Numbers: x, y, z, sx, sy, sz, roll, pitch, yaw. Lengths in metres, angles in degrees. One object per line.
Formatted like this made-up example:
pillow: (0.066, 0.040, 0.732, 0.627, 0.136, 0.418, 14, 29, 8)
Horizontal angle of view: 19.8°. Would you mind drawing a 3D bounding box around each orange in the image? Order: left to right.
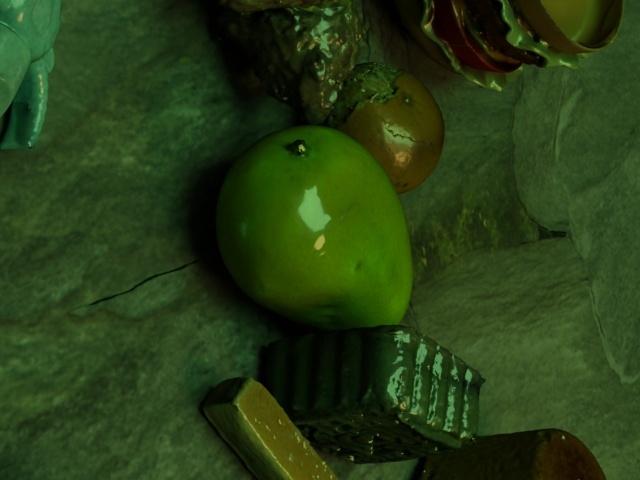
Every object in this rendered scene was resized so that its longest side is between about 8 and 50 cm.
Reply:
orange: (0.055, -0.114, 1.937, 0.156, 0.134, 0.157, 28, 34, -21)

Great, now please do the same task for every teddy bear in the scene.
teddy bear: (-0.066, -0.288, 1.820, 0.296, 0.222, 0.246, 31, 20, -9)

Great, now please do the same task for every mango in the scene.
mango: (0.001, -0.009, 1.822, 0.273, 0.149, 0.185, 33, 71, -51)

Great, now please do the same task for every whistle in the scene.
whistle: (-0.278, -0.183, 1.566, 0.186, 0.093, 0.274, 69, 35, -58)

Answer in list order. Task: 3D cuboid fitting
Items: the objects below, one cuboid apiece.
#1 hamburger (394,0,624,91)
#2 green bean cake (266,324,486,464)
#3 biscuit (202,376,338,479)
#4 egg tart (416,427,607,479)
hamburger: (0.195, -0.306, 2.073, 0.274, 0.212, 0.275, 20, 64, -49)
green bean cake: (0.052, 0.159, 1.836, 0.181, 0.173, 0.094, 32, 57, -47)
biscuit: (-0.046, 0.209, 1.798, 0.188, 0.056, 0.052, 55, 47, -30)
egg tart: (0.216, 0.298, 2.014, 0.215, 0.170, 0.215, 32, 44, -37)
